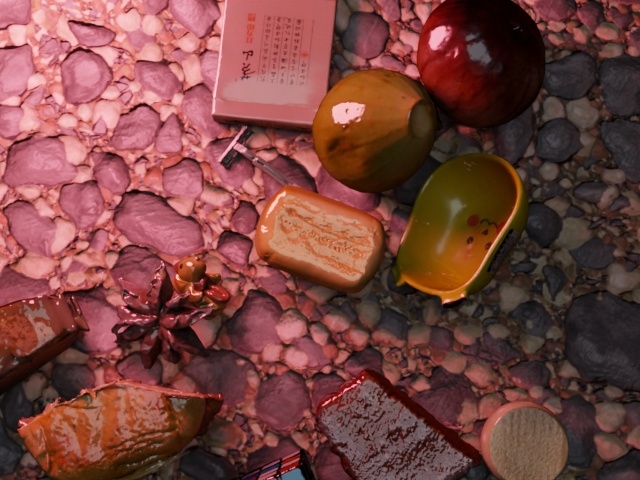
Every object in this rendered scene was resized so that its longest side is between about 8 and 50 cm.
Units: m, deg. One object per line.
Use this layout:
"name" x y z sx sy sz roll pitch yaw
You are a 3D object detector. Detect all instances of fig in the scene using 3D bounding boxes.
"fig" 0.088 -0.185 1.222 0.207 0.230 0.207 0 83 1
"fig" 0.262 -0.303 1.254 0.235 0.214 0.235 0 90 -27

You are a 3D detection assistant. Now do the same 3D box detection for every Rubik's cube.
"Rubik's cube" -0.071 0.435 1.169 0.154 0.155 0.151 -21 84 -3

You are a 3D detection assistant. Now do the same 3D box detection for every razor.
"razor" -0.073 -0.111 1.310 0.211 0.036 0.084 36 85 6

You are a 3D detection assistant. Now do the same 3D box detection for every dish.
"dish" 0.250 -0.006 1.238 0.108 0.221 0.262 30 84 -36

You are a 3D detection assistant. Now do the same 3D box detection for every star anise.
"star anise" -0.265 0.130 1.237 0.182 0.065 0.195 5 101 14

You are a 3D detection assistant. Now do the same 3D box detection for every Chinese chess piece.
"Chinese chess piece" 0.336 0.337 1.232 0.144 0.058 0.144 0 83 -1

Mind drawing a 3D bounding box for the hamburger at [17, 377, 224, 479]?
"hamburger" -0.327 0.303 1.189 0.282 0.155 0.245 24 86 0

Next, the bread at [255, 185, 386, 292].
"bread" 0.000 0.000 1.261 0.217 0.098 0.147 24 87 2

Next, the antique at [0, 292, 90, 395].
"antique" -0.527 0.177 1.222 0.284 0.125 0.150 -27 84 -4

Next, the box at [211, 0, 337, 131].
"box" -0.074 -0.383 1.342 0.204 0.051 0.365 6 82 0

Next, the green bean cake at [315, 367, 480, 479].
"green bean cake" 0.117 0.317 1.214 0.198 0.097 0.233 -37 83 -4

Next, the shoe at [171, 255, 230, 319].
"shoe" -0.199 0.078 1.266 0.069 0.072 0.109 -36 76 34
